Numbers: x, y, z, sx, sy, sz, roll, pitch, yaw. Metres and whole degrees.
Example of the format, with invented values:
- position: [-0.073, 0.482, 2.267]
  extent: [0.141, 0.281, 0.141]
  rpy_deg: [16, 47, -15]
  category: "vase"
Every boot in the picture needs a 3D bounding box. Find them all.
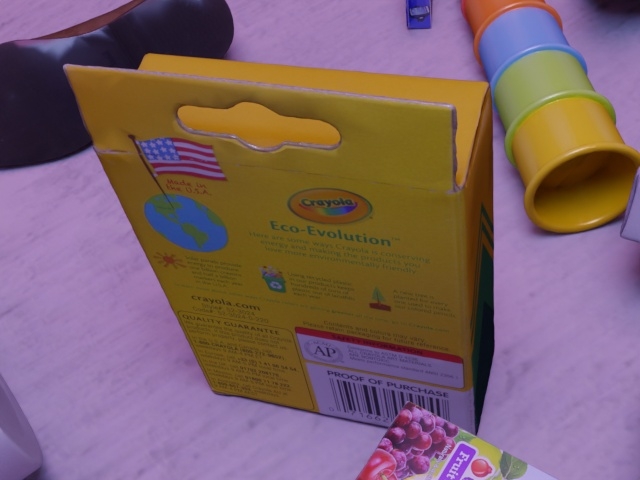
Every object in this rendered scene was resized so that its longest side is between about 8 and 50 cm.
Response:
- position: [-0.228, -0.159, 0.890]
  extent: [0.305, 0.112, 0.115]
  rpy_deg: [-23, 22, -2]
  category: "boot"

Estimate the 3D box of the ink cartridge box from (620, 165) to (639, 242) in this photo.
- position: [0.369, -0.059, 0.660]
  extent: [0.239, 0.060, 0.275]
  rpy_deg: [19, 40, 22]
  category: "ink cartridge box"

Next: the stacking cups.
- position: [0.172, -0.155, 0.794]
  extent: [0.096, 0.096, 0.316]
  rpy_deg: [-13, 51, 0]
  category: "stacking cups"

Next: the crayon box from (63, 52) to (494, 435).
- position: [0.000, 0.000, 0.563]
  extent: [0.202, 0.318, 0.081]
  rpy_deg: [9, 55, 16]
  category: "crayon box"

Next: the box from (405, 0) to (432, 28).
- position: [0.096, -0.270, 0.906]
  extent: [0.028, 0.081, 0.136]
  rpy_deg: [-2, 53, 8]
  category: "box"

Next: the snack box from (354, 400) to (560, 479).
- position: [0.125, 0.189, 0.487]
  extent: [0.207, 0.174, 0.070]
  rpy_deg: [26, 64, 26]
  category: "snack box"

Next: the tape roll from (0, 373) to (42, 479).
- position: [-0.298, 0.057, 0.599]
  extent: [0.100, 0.286, 0.286]
  rpy_deg: [-35, 55, -16]
  category: "tape roll"
